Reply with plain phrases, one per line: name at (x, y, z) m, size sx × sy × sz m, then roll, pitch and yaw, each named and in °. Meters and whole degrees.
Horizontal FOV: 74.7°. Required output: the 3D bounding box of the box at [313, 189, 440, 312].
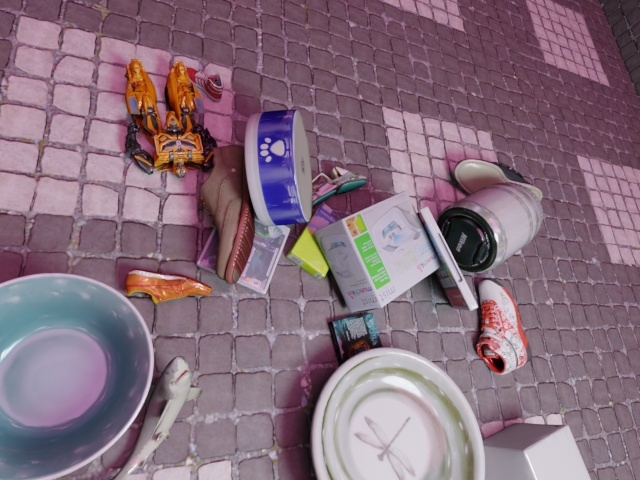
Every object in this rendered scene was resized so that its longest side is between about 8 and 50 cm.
box at (0.150, 0.026, 1.084) m, size 0.262 × 0.127 × 0.231 m, roll -24°, pitch 90°, yaw -39°

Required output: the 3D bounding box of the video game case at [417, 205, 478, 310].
video game case at (0.332, 0.056, 1.156) m, size 0.025 × 0.204 × 0.285 m, roll -24°, pitch 81°, yaw 2°

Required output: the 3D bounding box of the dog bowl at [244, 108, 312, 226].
dog bowl at (-0.089, -0.167, 0.980) m, size 0.104 × 0.265 × 0.264 m, roll -5°, pitch 69°, yaw 7°

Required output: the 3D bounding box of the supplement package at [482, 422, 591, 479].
supplement package at (0.545, 0.628, 1.033) m, size 0.178 × 0.175 × 0.292 m, roll -9°, pitch 74°, yaw -28°

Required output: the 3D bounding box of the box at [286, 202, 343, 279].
box at (0.000, 0.000, 1.094) m, size 0.109 × 0.042 × 0.178 m, roll 37°, pitch 58°, yaw -10°

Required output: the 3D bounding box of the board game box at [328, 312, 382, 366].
board game box at (0.100, 0.281, 1.041) m, size 0.126 × 0.026 × 0.186 m, roll -6°, pitch 73°, yaw -29°

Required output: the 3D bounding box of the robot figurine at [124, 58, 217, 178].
robot figurine at (-0.365, -0.288, 1.004) m, size 0.211 × 0.085 × 0.290 m, roll -11°, pitch 75°, yaw -29°

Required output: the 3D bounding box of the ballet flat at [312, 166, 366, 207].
ballet flat at (0.031, -0.157, 1.159) m, size 0.222 × 0.077 × 0.079 m, roll -27°, pitch 80°, yaw -28°

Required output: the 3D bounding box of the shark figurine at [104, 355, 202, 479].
shark figurine at (-0.332, 0.333, 0.783) m, size 0.116 × 0.166 × 0.278 m, roll 27°, pitch 76°, yaw 14°

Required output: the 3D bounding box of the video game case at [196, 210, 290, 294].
video game case at (-0.180, 0.013, 1.012) m, size 0.173 × 0.022 × 0.190 m, roll 27°, pitch 61°, yaw -14°

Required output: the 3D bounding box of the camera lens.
camera lens at (0.502, -0.042, 1.256) m, size 0.274 × 0.219 × 0.219 m, roll -25°, pitch 82°, yaw -32°

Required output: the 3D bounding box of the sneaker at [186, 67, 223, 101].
sneaker at (-0.303, -0.426, 1.101) m, size 0.118 × 0.067 × 0.042 m, roll 39°, pitch 58°, yaw -8°

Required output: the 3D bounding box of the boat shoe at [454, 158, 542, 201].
boat shoe at (0.596, -0.211, 1.440) m, size 0.340 × 0.127 × 0.113 m, roll 14°, pitch 35°, yaw -13°

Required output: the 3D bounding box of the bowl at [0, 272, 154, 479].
bowl at (-0.453, 0.225, 0.708) m, size 0.312 × 0.163 × 0.311 m, roll 9°, pitch 66°, yaw -22°

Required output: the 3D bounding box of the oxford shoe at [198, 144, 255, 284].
oxford shoe at (-0.216, -0.066, 0.965) m, size 0.130 × 0.123 × 0.348 m, roll 4°, pitch 63°, yaw -2°

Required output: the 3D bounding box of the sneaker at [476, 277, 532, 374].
sneaker at (0.505, 0.248, 1.218) m, size 0.145 × 0.090 × 0.269 m, roll -15°, pitch 80°, yaw -33°

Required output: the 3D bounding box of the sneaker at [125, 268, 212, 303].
sneaker at (-0.321, 0.103, 0.893) m, size 0.175 × 0.064 × 0.067 m, roll 10°, pitch 86°, yaw -17°

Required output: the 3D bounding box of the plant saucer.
plant saucer at (0.160, 0.442, 0.918) m, size 0.401 × 0.100 × 0.400 m, roll 9°, pitch 58°, yaw -15°
